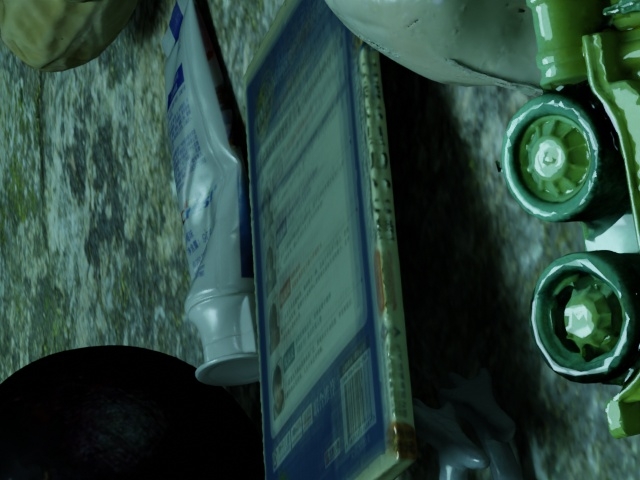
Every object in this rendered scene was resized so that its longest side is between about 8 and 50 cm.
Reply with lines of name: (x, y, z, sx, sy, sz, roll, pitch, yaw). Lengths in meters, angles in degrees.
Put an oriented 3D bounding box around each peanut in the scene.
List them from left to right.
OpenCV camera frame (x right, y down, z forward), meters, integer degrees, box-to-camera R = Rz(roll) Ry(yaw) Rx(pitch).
peanut: (-0.161, -0.208, 1.334, 0.136, 0.120, 0.298, -68, 8, -26)

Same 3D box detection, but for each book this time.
book: (0.000, 0.000, 1.081, 0.228, 0.018, 0.322, 128, 143, -62)

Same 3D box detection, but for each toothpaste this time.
toothpaste: (-0.074, -0.037, 1.310, 0.096, 0.061, 0.266, 124, 138, -62)

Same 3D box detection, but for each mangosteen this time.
mangosteen: (-0.119, 0.218, 1.308, 0.302, 0.275, 0.275, 27, 133, 21)

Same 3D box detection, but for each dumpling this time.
dumpling: (0.056, -0.141, 0.866, 0.199, 0.118, 0.136, 26, 112, 30)

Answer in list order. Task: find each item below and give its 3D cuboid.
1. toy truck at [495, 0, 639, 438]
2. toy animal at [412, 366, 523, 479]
toy truck: (0.144, -0.071, 0.701, 0.135, 0.128, 0.259, -18, 81, 42)
toy animal: (0.077, 0.173, 0.996, 0.367, 0.081, 0.206, 10, 105, 58)
